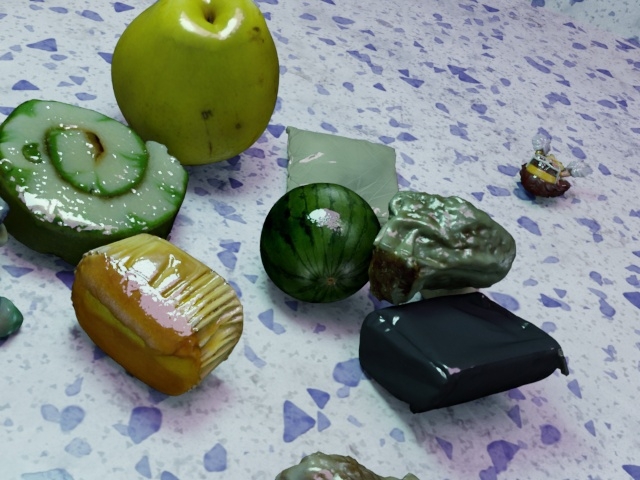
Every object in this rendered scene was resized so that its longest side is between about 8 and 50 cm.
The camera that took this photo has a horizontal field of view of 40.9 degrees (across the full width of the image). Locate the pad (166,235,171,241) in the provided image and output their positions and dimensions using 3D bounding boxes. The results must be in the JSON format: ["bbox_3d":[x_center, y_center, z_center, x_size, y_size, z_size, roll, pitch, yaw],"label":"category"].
[{"bbox_3d":[-0.400,-0.011,1.693,0.187,0.006,0.113,20,39,1],"label":"pad"}]

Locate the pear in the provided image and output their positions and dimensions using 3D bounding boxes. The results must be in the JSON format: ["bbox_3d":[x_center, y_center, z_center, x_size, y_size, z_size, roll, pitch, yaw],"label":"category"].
[{"bbox_3d":[-0.265,-0.346,1.832,0.362,0.418,0.363,9,58,-14],"label":"pear"}]

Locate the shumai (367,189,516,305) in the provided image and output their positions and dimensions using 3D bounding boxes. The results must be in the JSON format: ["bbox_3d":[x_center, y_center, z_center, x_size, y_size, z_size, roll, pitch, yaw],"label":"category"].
[{"bbox_3d":[0.216,0.046,1.591,0.260,0.225,0.222,21,62,-2],"label":"shumai"}]

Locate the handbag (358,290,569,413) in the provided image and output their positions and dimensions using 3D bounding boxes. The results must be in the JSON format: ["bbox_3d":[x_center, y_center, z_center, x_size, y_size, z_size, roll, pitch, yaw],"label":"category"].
[{"bbox_3d":[0.256,0.225,1.562,0.301,0.178,0.275,-7,29,-31],"label":"handbag"}]

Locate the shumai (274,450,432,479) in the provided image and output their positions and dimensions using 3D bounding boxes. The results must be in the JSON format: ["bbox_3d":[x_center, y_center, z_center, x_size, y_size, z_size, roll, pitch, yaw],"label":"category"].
[{"bbox_3d":[0.082,0.388,1.201,0.262,0.267,0.314,-40,108,-50],"label":"shumai"}]

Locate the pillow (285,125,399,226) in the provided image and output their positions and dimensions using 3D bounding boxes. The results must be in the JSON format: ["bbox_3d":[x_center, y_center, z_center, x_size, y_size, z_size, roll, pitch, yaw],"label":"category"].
[{"bbox_3d":[0.050,-0.146,2.001,0.274,0.076,0.281,9,45,-10],"label":"pillow"}]

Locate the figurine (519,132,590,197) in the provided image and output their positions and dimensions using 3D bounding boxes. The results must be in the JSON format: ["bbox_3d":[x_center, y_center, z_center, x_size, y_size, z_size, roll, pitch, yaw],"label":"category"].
[{"bbox_3d":[0.600,-0.184,2.254,0.174,0.116,0.240,36,35,16],"label":"figurine"}]

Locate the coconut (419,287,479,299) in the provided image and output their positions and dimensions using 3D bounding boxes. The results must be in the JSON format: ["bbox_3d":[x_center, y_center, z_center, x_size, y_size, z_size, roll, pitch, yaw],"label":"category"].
[{"bbox_3d":[0.266,0.064,1.789,0.147,0.153,0.147,-4,65,9],"label":"coconut"}]

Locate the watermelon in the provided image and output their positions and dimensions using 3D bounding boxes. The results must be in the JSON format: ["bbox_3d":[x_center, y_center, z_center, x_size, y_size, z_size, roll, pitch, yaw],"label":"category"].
[{"bbox_3d":[0.001,0.004,1.667,0.242,0.242,0.242,12,39,-10],"label":"watermelon"}]

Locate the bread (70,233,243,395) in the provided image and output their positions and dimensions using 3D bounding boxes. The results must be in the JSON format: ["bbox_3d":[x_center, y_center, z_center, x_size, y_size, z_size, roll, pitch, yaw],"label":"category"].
[{"bbox_3d":[-0.282,0.123,1.426,0.288,0.204,0.156,37,36,14],"label":"bread"}]

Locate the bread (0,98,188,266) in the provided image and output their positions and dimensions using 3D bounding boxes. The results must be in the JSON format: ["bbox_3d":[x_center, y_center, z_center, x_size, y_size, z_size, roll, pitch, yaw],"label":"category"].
[{"bbox_3d":[-0.440,-0.118,1.653,0.381,0.129,0.366,-9,55,-37],"label":"bread"}]

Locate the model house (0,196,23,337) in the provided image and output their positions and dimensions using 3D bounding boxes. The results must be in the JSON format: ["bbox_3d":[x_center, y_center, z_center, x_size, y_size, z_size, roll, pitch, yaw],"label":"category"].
[{"bbox_3d":[-0.628,0.035,1.388,0.284,0.243,0.299,3,62,-60],"label":"model house"}]
